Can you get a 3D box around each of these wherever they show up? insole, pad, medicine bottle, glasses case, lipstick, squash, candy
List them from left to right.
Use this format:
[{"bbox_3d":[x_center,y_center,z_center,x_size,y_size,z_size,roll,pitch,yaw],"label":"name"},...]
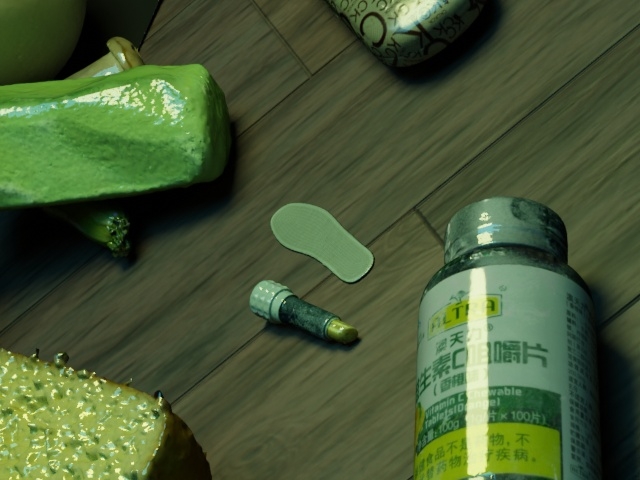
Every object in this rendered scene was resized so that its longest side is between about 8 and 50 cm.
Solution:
[{"bbox_3d":[-0.264,-0.102,1.792,0.343,0.142,0.132,-6,90,11],"label":"candy"},{"bbox_3d":[-0.301,-0.240,2.077,0.265,0.009,0.160,1,60,38],"label":"pad"},{"bbox_3d":[-0.244,-0.031,1.829,0.183,0.052,0.052,26,74,48],"label":"squash"},{"bbox_3d":[-0.014,0.069,1.586,0.116,0.037,0.037,23,72,41],"label":"lipstick"},{"bbox_3d":[0.000,0.000,1.654,0.053,0.002,0.152,-46,42,-4],"label":"insole"},{"bbox_3d":[0.050,-0.294,1.796,0.137,0.085,0.355,-39,41,3],"label":"glasses case"},{"bbox_3d":[0.144,0.107,1.354,0.141,0.141,0.293,-17,47,26],"label":"medicine bottle"}]

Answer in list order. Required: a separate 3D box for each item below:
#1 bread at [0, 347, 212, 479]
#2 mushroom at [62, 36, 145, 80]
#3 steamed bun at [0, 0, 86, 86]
[{"bbox_3d":[-0.216,0.221,1.508,0.340,0.179,0.194,11,62,45],"label":"bread"},{"bbox_3d":[-0.291,-0.127,1.912,0.247,0.096,0.108,-26,44,11],"label":"mushroom"},{"bbox_3d":[-0.413,-0.249,1.944,0.324,0.324,0.206,-26,68,18],"label":"steamed bun"}]
